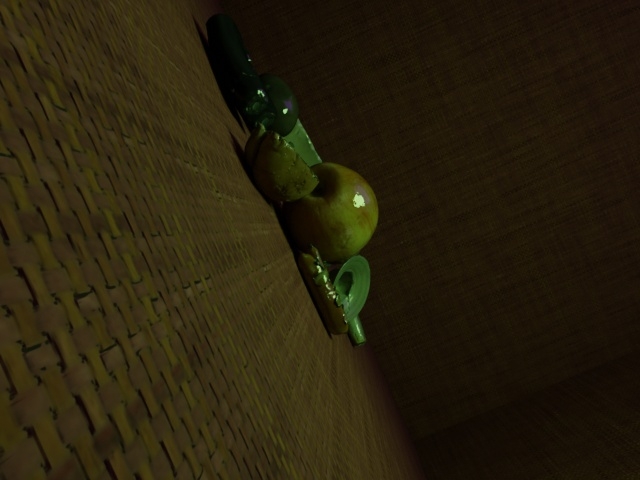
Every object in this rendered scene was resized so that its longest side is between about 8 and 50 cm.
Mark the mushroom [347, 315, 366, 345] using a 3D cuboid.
[{"bbox_3d":[0.108,0.278,1.849,0.100,0.081,0.311,49,21,-70],"label":"mushroom"}]

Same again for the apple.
[{"bbox_3d":[0.023,-0.084,1.282,0.233,0.286,0.285,64,4,-46],"label":"apple"}]

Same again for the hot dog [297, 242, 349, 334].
[{"bbox_3d":[0.010,0.135,1.204,0.109,0.072,0.269,-113,179,-79],"label":"hot dog"}]

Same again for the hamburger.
[{"bbox_3d":[-0.097,-0.166,1.082,0.124,0.130,0.262,29,-9,25],"label":"hamburger"}]

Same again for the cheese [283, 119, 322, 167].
[{"bbox_3d":[-0.119,-0.361,1.827,0.332,0.153,0.292,61,-3,-40],"label":"cheese"}]

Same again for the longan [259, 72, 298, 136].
[{"bbox_3d":[-0.166,-0.434,1.482,0.212,0.198,0.198,59,2,4],"label":"longan"}]

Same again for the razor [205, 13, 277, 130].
[{"bbox_3d":[-0.232,-0.473,1.283,0.189,0.107,0.326,58,8,-69],"label":"razor"}]

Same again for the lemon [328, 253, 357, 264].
[{"bbox_3d":[0.054,-0.021,1.697,0.253,0.229,0.228,68,0,-60],"label":"lemon"}]

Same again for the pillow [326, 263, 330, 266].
[{"bbox_3d":[0.000,0.000,1.913,0.214,0.086,0.233,-100,167,-57],"label":"pillow"}]

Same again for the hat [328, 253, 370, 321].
[{"bbox_3d":[0.069,0.158,1.603,0.110,0.252,0.252,14,-34,35],"label":"hat"}]
